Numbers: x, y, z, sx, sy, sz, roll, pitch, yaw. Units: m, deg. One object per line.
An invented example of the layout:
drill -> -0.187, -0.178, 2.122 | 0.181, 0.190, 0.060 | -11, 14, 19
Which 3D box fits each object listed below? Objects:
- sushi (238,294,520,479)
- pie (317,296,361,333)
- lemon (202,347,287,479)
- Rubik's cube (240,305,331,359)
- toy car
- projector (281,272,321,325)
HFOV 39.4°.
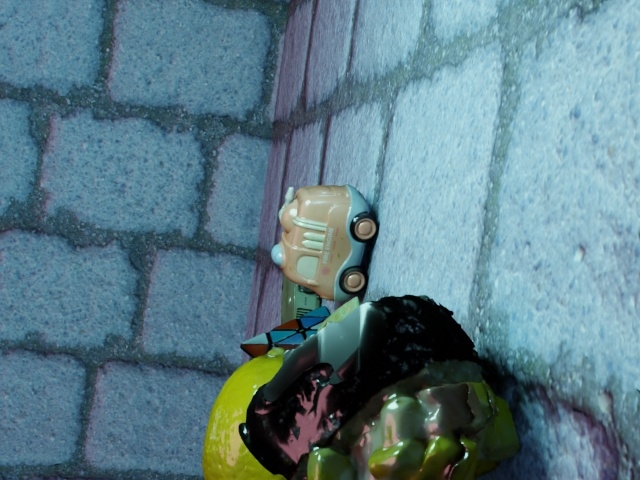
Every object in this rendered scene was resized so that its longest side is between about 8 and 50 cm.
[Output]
sushi -> 0.107, 0.269, 1.232 | 0.285, 0.328, 0.329 | 55, -174, 33
pie -> 0.041, 0.236, 1.965 | 0.248, 0.090, 0.201 | 130, 143, -56
lemon -> -0.074, 0.394, 1.839 | 0.364, 0.364, 0.364 | -173, 90, -78
Rubik's cube -> -0.018, 0.317, 2.271 | 0.250, 0.284, 0.234 | -50, -48, -65
toy car -> 0.000, 0.000, 2.039 | 0.180, 0.213, 0.270 | -120, 39, -70
projector -> -0.051, 0.147, 2.477 | 0.193, 0.088, 0.269 | 124, 150, -62
